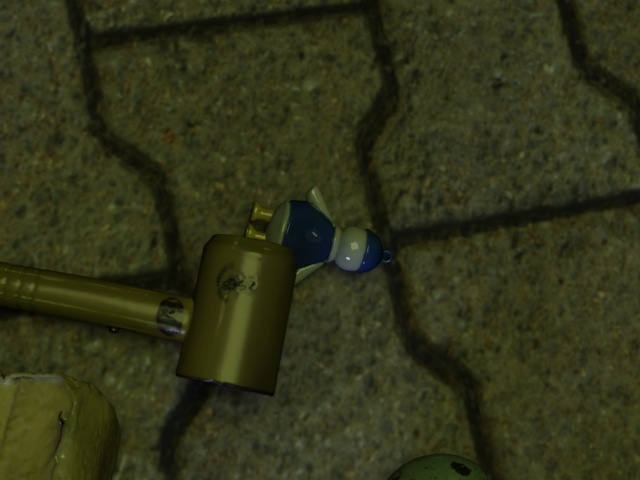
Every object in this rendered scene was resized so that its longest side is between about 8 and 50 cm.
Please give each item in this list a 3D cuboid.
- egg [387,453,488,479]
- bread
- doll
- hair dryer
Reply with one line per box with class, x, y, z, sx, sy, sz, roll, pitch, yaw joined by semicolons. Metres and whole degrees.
egg;0.104;0.235;1.446;0.110;0.085;0.085;-16;77;-28
bread;-0.306;0.231;1.318;0.236;0.198;0.264;10;70;0
doll;0.000;0.000;1.510;0.142;0.057;0.099;13;93;-8
hair dryer;-0.166;0.049;1.445;0.278;0.090;0.135;11;85;1
